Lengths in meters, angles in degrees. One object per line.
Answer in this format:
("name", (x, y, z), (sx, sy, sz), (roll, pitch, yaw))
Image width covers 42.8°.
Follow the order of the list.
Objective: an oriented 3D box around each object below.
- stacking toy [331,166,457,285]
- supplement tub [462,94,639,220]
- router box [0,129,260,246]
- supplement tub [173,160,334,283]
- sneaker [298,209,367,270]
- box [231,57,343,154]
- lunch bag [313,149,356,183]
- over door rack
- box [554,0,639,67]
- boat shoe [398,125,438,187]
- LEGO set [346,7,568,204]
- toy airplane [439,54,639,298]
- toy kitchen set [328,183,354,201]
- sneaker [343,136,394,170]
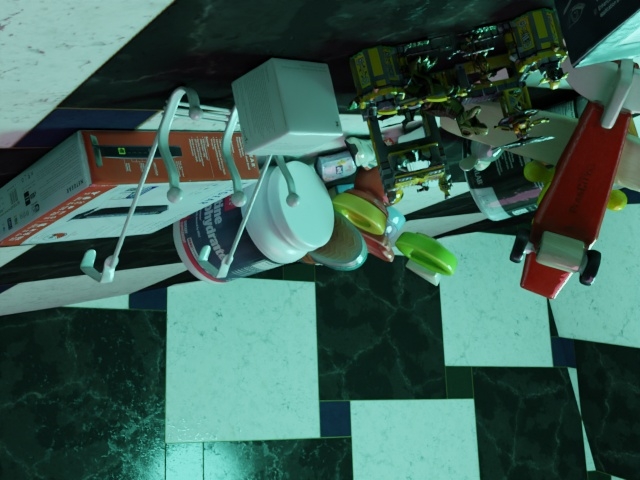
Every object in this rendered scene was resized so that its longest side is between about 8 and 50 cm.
("stacking toy", (0.172, -0.040, 1.698), (0.280, 0.130, 0.309), (29, 171, 6))
("supplement tub", (0.458, -0.168, 1.613), (0.316, 0.193, 0.194), (-16, 173, 27))
("router box", (-0.315, -0.081, 1.295), (0.301, 0.082, 0.336), (-6, 170, -44))
("supplement tub", (-0.131, -0.033, 1.578), (0.272, 0.191, 0.191), (-18, 171, 34))
("sneaker", (0.000, 0.000, 1.680), (0.302, 0.108, 0.121), (27, 165, 45))
("box", (-0.043, -0.168, 1.043), (0.101, 0.101, 0.087), (-5, 171, -45))
("lunch bag", (0.028, -0.143, 1.578), (0.071, 0.053, 0.083), (-15, 168, -12))
("over door rack", (-0.157, -0.053, 1.153), (0.240, 0.108, 0.324), (0, 132, -48))
("box", (0.271, -0.256, 0.704), (0.093, 0.158, 0.156), (-11, 173, -10))
("boat shoe", (0.187, -0.164, 1.614), (0.084, 0.095, 0.258), (-10, 163, 4))
("LEGO set", (0.195, -0.167, 1.129), (0.332, 0.192, 0.255), (-12, 173, -9))
("toy airplane", (0.443, -0.138, 1.368), (0.385, 0.386, 0.272), (-28, -176, 19))
("toy kitchen set", (0.023, -0.073, 1.834), (0.207, 0.122, 0.166), (-10, 172, -29))
("sneaker", (0.096, -0.172, 1.505), (0.075, 0.057, 0.161), (-26, 171, 12))
